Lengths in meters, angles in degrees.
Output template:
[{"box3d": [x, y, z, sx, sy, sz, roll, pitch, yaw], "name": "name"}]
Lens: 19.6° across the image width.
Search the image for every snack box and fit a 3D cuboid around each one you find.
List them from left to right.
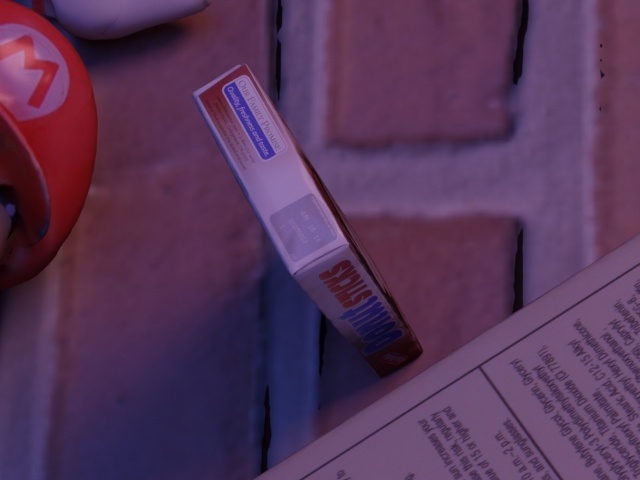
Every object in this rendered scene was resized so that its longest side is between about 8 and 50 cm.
[{"box3d": [0.000, 0.000, 0.607, 0.022, 0.178, 0.064, -31, 73, 2], "name": "snack box"}]

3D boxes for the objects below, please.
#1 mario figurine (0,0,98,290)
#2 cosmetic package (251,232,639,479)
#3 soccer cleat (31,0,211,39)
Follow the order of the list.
[{"box3d": [-0.198, 0.035, 0.599, 0.170, 0.198, 0.320, 36, 71, 31], "name": "mario figurine"}, {"box3d": [0.060, 0.129, 0.569, 0.309, 0.113, 0.160, -32, 40, 0], "name": "cosmetic package"}, {"box3d": [-0.080, -0.175, 0.728, 0.076, 0.068, 0.196, -3, 82, 2], "name": "soccer cleat"}]
